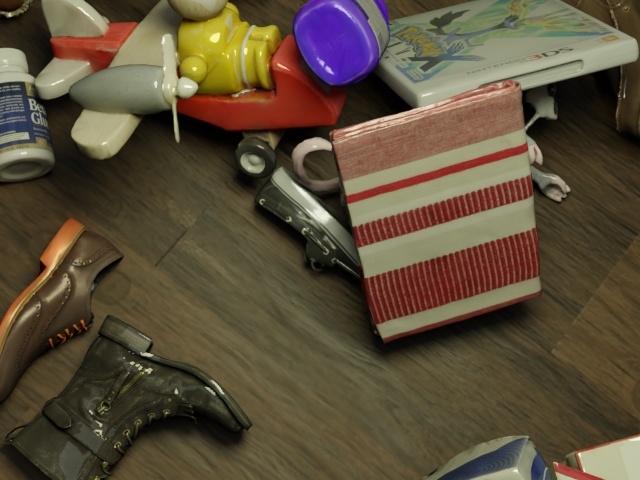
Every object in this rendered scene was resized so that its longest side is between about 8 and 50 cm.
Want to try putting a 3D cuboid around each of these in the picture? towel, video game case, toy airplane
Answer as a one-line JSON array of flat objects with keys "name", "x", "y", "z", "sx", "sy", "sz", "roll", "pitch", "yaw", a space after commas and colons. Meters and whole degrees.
[{"name": "towel", "x": 0.153, "y": -0.030, "z": 1.564, "sx": 0.237, "sy": 0.329, "sz": 0.037, "roll": -16, "pitch": 36, "yaw": -3}, {"name": "video game case", "x": 0.223, "y": -0.267, "z": 1.708, "sx": 0.300, "sy": 0.329, "sz": 0.036, "roll": -15, "pitch": 116, "yaw": -9}, {"name": "toy airplane", "x": -0.195, "y": -0.271, "z": 1.664, "sx": 0.384, "sy": 0.272, "sz": 0.386, "roll": -14, "pitch": 51, "yaw": -26}]

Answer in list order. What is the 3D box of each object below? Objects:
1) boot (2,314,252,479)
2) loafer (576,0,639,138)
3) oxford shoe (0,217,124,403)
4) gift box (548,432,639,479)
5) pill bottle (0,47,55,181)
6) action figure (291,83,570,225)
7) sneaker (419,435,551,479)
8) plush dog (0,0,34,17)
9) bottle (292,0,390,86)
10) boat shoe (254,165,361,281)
[{"name": "boot", "x": -0.247, "y": 0.247, "z": 1.614, "sx": 0.263, "sy": 0.091, "sz": 0.229, "roll": 31, "pitch": 78, "yaw": 9}, {"name": "loafer", "x": 0.438, "y": -0.303, "z": 1.824, "sx": 0.130, "sy": 0.134, "sz": 0.365, "roll": -5, "pitch": 62, "yaw": 18}, {"name": "oxford shoe", "x": -0.354, "y": 0.104, "z": 1.636, "sx": 0.098, "sy": 0.097, "sz": 0.271, "roll": 28, "pitch": 73, "yaw": -2}, {"name": "gift box", "x": 0.410, "y": 0.336, "z": 1.542, "sx": 0.255, "sy": 0.258, "sz": 0.276, "roll": -18, "pitch": 76, "yaw": -10}, {"name": "pill bottle", "x": -0.425, "y": -0.174, "z": 1.713, "sx": 0.094, "sy": 0.094, "sz": 0.169, "roll": -12, "pitch": 75, "yaw": -8}, {"name": "action figure", "x": 0.187, "y": -0.125, "z": 1.710, "sx": 0.276, "sy": 0.248, "sz": 0.370, "roll": 35, "pitch": 77, "yaw": 23}, {"name": "sneaker", "x": 0.172, "y": 0.379, "z": 1.542, "sx": 0.315, "sy": 0.127, "sz": 0.182, "roll": -34, "pitch": 92, "yaw": 28}, {"name": "plush dog", "x": -0.479, "y": -0.480, "z": 1.759, "sx": 0.225, "sy": 0.262, "sz": 0.210, "roll": 18, "pitch": 37, "yaw": -7}, {"name": "bottle", "x": 0.036, "y": -0.284, "z": 1.645, "sx": 0.092, "sy": 0.283, "sz": 0.118, "roll": -29, "pitch": 103, "yaw": 17}, {"name": "boat shoe", "x": 0.000, "y": 0.000, "z": 1.710, "sx": 0.228, "sy": 0.080, "sz": 0.076, "roll": 44, "pitch": 97, "yaw": 4}]
